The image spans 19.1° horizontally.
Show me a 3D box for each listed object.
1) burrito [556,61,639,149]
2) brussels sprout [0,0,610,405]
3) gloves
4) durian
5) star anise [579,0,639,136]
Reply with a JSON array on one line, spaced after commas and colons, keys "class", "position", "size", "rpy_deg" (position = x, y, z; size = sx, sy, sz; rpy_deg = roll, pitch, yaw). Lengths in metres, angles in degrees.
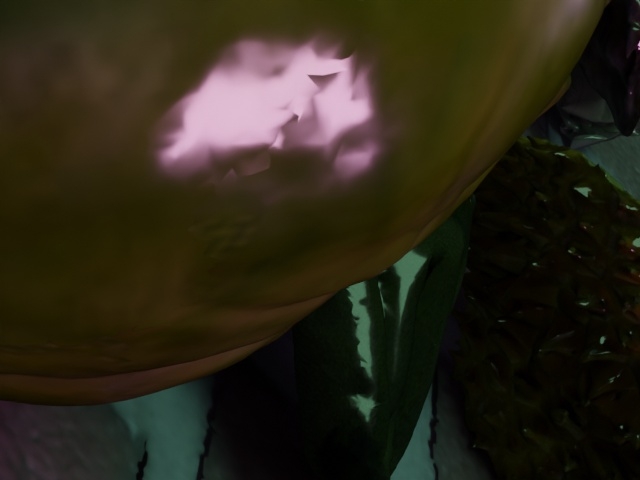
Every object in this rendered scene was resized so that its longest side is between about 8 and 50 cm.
[{"class": "burrito", "position": [0.177, -0.137, 1.257], "size": [0.064, 0.064, 0.203], "rpy_deg": [41, 30, -29]}, {"class": "brussels sprout", "position": [-0.051, -0.114, 0.551], "size": [0.354, 0.289, 0.281], "rpy_deg": [-32, 89, -37]}, {"class": "gloves", "position": [0.004, -0.012, 0.770], "size": [0.135, 0.107, 0.268], "rpy_deg": [9, 48, -17]}, {"class": "durian", "position": [0.144, 0.049, 0.884], "size": [0.252, 0.144, 0.139], "rpy_deg": [44, 30, 6]}, {"class": "star anise", "position": [0.185, -0.184, 1.185], "size": [0.236, 0.109, 0.223], "rpy_deg": [30, 38, -7]}]
